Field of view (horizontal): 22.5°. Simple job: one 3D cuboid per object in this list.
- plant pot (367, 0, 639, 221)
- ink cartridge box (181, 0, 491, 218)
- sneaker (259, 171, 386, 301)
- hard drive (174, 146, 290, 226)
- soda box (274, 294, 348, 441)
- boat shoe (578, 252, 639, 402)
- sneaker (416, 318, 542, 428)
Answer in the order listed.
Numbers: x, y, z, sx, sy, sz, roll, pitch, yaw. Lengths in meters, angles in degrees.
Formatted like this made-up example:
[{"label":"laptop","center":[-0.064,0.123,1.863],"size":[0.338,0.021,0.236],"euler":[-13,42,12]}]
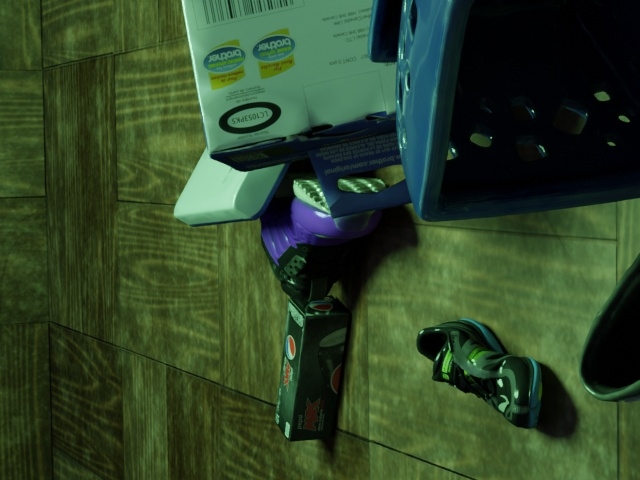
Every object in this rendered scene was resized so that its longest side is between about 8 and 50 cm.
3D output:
[{"label":"plant pot","center":[0.162,-0.175,1.213],"size":[0.236,0.236,0.212],"euler":[97,159,-46]},{"label":"ink cartridge box","center":[0.011,-0.225,1.487],"size":[0.151,0.270,0.395],"euler":[20,-121,-78]},{"label":"sneaker","center":[0.001,0.000,1.817],"size":[0.293,0.102,0.146],"euler":[-160,69,-73]},{"label":"hard drive","center":[-0.079,-0.117,1.894],"size":[0.210,0.040,0.318],"euler":[-62,14,-9]},{"label":"soda box","center":[-0.011,0.151,1.898],"size":[0.053,0.060,0.169],"euler":[-131,44,-57]},{"label":"boat shoe","center":[0.253,0.047,1.109],"size":[0.335,0.095,0.112],"euler":[94,168,-66]},{"label":"sneaker","center":[0.147,0.126,1.504],"size":[0.188,0.078,0.067],"euler":[-141,53,-59]}]
